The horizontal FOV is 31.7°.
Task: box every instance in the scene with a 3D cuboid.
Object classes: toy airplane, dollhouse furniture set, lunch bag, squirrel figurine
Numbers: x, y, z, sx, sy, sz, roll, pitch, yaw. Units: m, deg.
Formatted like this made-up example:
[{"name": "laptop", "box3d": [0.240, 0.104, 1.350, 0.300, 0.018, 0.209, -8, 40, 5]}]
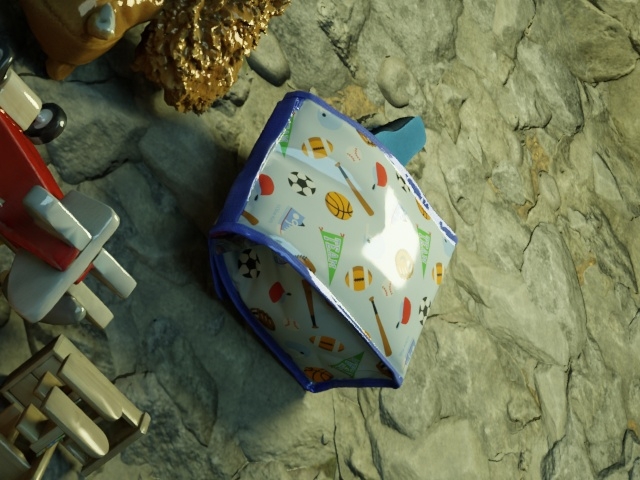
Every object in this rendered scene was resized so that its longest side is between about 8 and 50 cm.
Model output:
[{"name": "toy airplane", "box3d": [-0.390, -0.028, 1.297, 0.386, 0.272, 0.384, 55, -3, -5]}, {"name": "dollhouse furniture set", "box3d": [-0.315, 0.248, 1.337, 0.161, 0.212, 0.242, 48, 17, -16]}, {"name": "lunch bag", "box3d": [0.000, 0.000, 1.778, 0.385, 0.238, 0.328, 51, 45, -31]}, {"name": "squirrel figurine", "box3d": [-0.241, -0.364, 1.634, 0.397, 0.281, 0.370, 45, 52, -23]}]

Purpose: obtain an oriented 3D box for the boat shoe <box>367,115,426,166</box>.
[{"name": "boat shoe", "box3d": [0.110, -0.159, 2.083, 0.258, 0.089, 0.109, -26, 108, -55]}]
